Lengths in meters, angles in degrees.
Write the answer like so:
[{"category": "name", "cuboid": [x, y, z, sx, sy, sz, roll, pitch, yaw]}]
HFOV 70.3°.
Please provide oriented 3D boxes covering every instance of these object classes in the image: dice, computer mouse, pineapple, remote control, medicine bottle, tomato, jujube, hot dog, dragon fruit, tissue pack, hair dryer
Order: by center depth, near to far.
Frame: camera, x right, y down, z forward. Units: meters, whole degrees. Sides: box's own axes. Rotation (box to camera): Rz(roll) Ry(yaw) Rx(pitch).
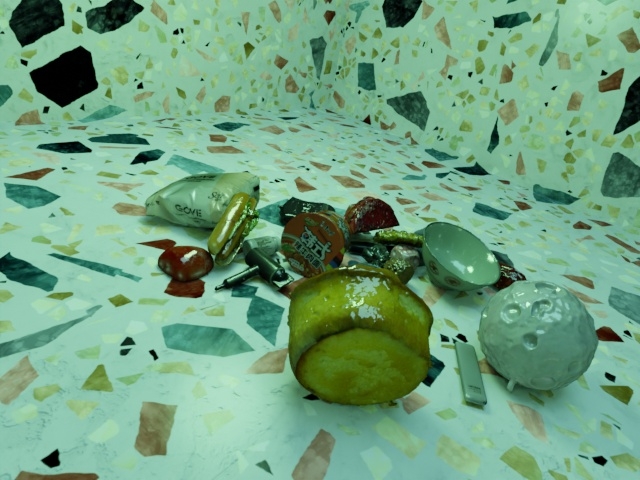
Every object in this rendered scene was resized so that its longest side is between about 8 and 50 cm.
[{"category": "remote control", "cuboid": [0.455, 0.402, 1.391, 0.067, 0.029, 0.261, 14, 26, 3]}, {"category": "hair dryer", "cuboid": [-0.242, 0.134, 1.565, 0.248, 0.078, 0.195, -26, 46, -36]}, {"category": "tomato", "cuboid": [-0.462, 0.059, 1.578, 0.166, 0.082, 0.174, 30, 35, 31]}, {"category": "hot dog", "cuboid": [-0.310, -0.056, 1.681, 0.100, 0.135, 0.338, -2, 44, 23]}, {"category": "medicine bottle", "cuboid": [-0.221, 0.025, 1.740, 0.140, 0.079, 0.079, -12, 37, -39]}, {"category": "pineapple", "cuboid": [0.260, 0.091, 1.799, 0.119, 0.111, 0.237, 22, 9, -43]}, {"category": "dice", "cuboid": [0.345, 0.076, 1.864, 0.093, 0.091, 0.094, -2, 31, -26]}, {"category": "jujube", "cuboid": [0.763, 0.152, 1.883, 0.112, 0.109, 0.176, 33, 4, -46]}, {"category": "tissue pack", "cuboid": [-0.473, -0.172, 1.897, 0.375, 0.195, 0.390, 6, 26, 14]}, {"category": "remote control", "cuboid": [0.219, 0.037, 1.935, 0.221, 0.042, 0.072, 6, 27, -12]}, {"category": "dragon fruit", "cuboid": [0.168, -0.103, 1.981, 0.316, 0.152, 0.205, -12, -1, -45]}, {"category": "computer mouse", "cuboid": [-0.066, -0.114, 2.050, 0.263, 0.088, 0.147, 15, 45, 4]}]

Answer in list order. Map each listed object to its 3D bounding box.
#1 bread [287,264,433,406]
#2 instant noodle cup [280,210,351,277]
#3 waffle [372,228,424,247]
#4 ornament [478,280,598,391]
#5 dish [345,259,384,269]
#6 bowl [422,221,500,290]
[{"category": "bread", "cuboid": [0.088, 0.244, 1.162, 0.397, 0.398, 0.215, 9, 40, -7]}, {"category": "instant noodle cup", "cuboid": [0.000, 0.000, 1.731, 0.250, 0.251, 0.192, 21, 20, 14]}, {"category": "waffle", "cuboid": [0.361, 0.001, 1.948, 0.243, 0.059, 0.237, 5, -8, 33]}, {"category": "ornament", "cuboid": [0.664, 0.280, 1.399, 0.336, 0.337, 0.337, 10, 28, -5]}, {"category": "dish", "cuboid": [0.153, 0.170, 1.623, 0.227, 0.086, 0.236, 6, 29, -10]}, {"category": "bowl", "cuboid": [0.524, 0.095, 1.806, 0.336, 0.158, 0.337, 16, 40, -14]}]
